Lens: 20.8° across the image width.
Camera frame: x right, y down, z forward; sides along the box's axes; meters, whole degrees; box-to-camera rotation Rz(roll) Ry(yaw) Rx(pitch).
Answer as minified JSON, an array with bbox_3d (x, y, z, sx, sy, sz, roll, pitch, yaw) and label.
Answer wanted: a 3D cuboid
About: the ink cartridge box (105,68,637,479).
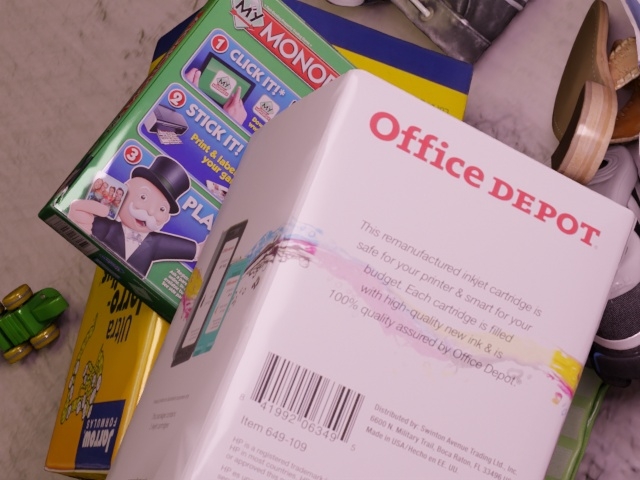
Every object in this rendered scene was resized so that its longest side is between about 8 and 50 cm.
[{"bbox_3d":[0.023,0.073,1.039,0.270,0.198,0.197,-68,15,-15],"label":"ink cartridge box"}]

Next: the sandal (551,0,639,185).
[{"bbox_3d":[0.210,-0.091,1.203,0.240,0.079,0.088,-69,0,-63],"label":"sandal"}]

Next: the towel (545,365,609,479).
[{"bbox_3d":[0.125,0.126,1.236,0.152,0.023,0.113,15,83,45],"label":"towel"}]

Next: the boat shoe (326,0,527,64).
[{"bbox_3d":[0.033,-0.249,1.420,0.119,0.121,0.335,-54,47,4],"label":"boat shoe"}]

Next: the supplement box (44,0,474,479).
[{"bbox_3d":[-0.047,0.022,1.282,0.195,0.194,0.356,-17,57,66],"label":"supplement box"}]

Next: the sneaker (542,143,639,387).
[{"bbox_3d":[0.194,0.024,1.182,0.079,0.121,0.217,-17,25,14],"label":"sneaker"}]

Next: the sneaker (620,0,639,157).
[{"bbox_3d":[0.291,-0.136,1.099,0.182,0.127,0.315,-6,99,27],"label":"sneaker"}]

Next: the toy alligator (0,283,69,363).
[{"bbox_3d":[-0.295,0.083,1.631,0.190,0.056,0.051,-28,13,33],"label":"toy alligator"}]

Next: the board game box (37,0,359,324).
[{"bbox_3d":[0.000,0.000,1.173,0.213,0.317,0.046,-54,13,-20],"label":"board game box"}]
